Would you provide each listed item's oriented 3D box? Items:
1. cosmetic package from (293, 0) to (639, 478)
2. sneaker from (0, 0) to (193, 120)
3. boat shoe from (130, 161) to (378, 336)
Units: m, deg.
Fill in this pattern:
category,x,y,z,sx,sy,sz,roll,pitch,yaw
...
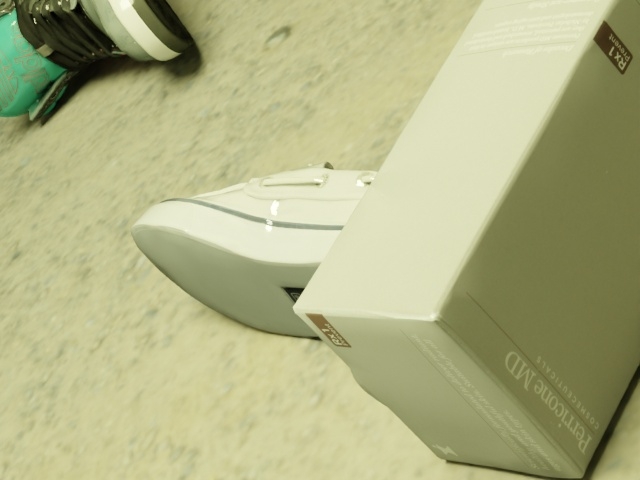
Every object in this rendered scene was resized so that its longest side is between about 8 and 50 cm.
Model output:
category,x,y,z,sx,sy,sz,roll,pitch,yaw
cosmetic package,0.106,-0.020,0.760,0.107,0.127,0.238,-3,51,49
sneaker,-0.217,-0.170,1.322,0.178,0.124,0.295,-38,23,0
boat shoe,0.000,0.000,0.909,0.258,0.095,0.084,10,54,42
